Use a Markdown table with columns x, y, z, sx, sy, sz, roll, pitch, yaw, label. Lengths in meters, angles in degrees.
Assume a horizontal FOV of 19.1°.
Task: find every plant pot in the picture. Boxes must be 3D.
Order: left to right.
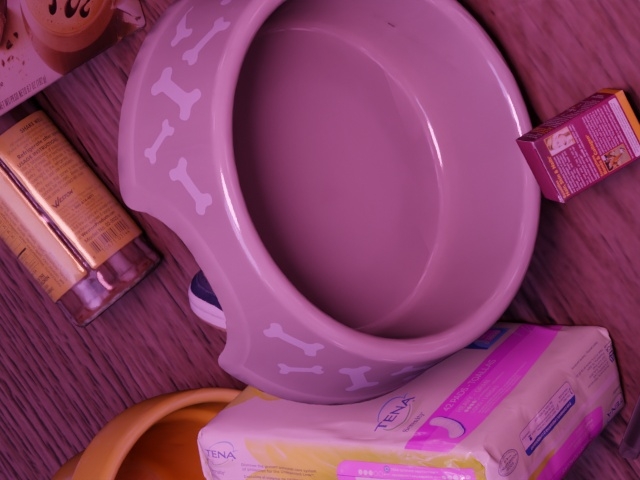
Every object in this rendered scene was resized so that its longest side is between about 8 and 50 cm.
| x | y | z | sx | sy | sz | roll | pitch | yaw | label |
| --- | --- | --- | --- | --- | --- | --- | --- | --- | --- |
| -0.151 | 0.275 | 1.835 | 0.239 | 0.254 | 0.254 | -15 | 108 | 57 | plant pot |

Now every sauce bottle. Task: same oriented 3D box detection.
| x | y | z | sx | sy | sz | roll | pitch | yaw | label |
| --- | --- | --- | --- | --- | --- | --- | --- | --- | --- |
| -0.293 | -0.080 | 1.796 | 0.344 | 0.111 | 0.111 | 52 | 134 | -1 | sauce bottle |

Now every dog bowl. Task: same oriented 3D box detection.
| x | y | z | sx | sy | sz | roll | pitch | yaw | label |
| --- | --- | --- | --- | --- | --- | --- | --- | --- | --- |
| 0.022 | -0.054 | 1.427 | 0.102 | 0.349 | 0.348 | -17 | 106 | 51 | dog bowl |

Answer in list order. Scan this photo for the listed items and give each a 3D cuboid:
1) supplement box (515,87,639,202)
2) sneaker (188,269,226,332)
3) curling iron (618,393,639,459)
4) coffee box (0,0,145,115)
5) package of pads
| x | y | z | sx | sy | sz | roll | pitch | yaw | label |
| --- | --- | --- | --- | --- | --- | --- | --- | --- | --- |
| 0.200 | -0.073 | 1.452 | 0.055 | 0.083 | 0.043 | 62 | 172 | -12 | supplement box |
| 0.000 | 0.000 | 1.635 | 0.282 | 0.099 | 0.153 | 1 | 123 | 28 | sneaker |
| 0.280 | 0.066 | 1.518 | 0.068 | 0.035 | 0.274 | 27 | 129 | 25 | curling iron |
| -0.297 | -0.199 | 1.593 | 0.119 | 0.297 | 0.168 | 2 | 118 | 35 | coffee box |
| 0.071 | 0.156 | 1.592 | 0.297 | 0.229 | 0.101 | 0 | 117 | 37 | package of pads |
